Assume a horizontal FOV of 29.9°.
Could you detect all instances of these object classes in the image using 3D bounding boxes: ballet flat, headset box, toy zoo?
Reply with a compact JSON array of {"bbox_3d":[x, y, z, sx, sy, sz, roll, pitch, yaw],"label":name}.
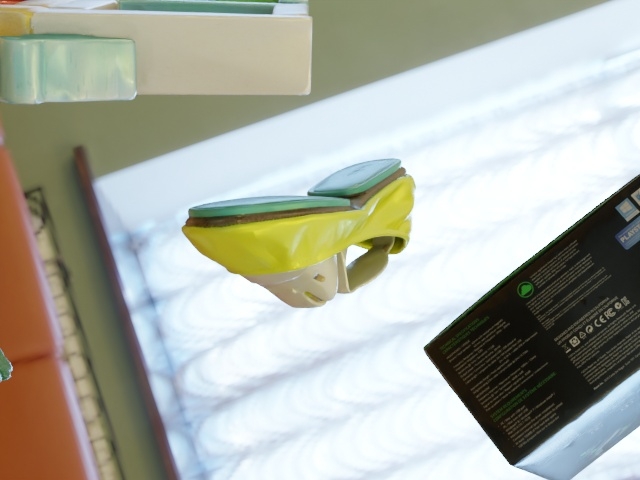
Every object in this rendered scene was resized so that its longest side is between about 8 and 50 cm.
[{"bbox_3d":[0.000,0.000,0.740,0.231,0.077,0.077,-20,107,-59],"label":"ballet flat"},{"bbox_3d":[0.260,0.096,1.099,0.131,0.246,0.283,54,9,24],"label":"headset box"},{"bbox_3d":[-0.100,-0.093,0.517,0.293,0.192,0.030,-92,-176,-76],"label":"toy zoo"}]

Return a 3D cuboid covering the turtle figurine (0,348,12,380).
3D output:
[{"bbox_3d":[-0.364,0.157,0.950,0.118,0.234,0.175,49,16,0],"label":"turtle figurine"}]
